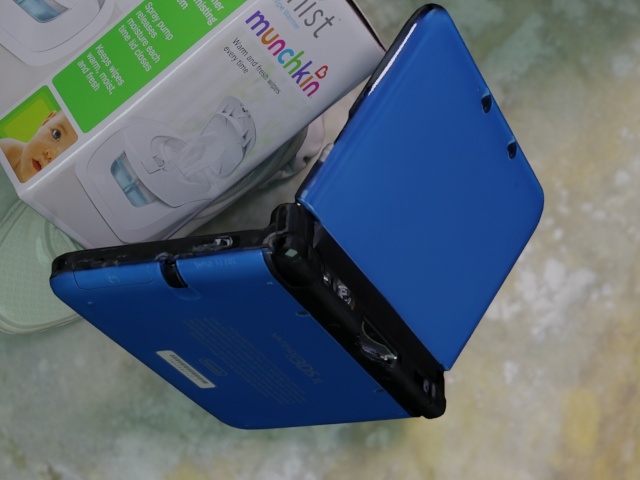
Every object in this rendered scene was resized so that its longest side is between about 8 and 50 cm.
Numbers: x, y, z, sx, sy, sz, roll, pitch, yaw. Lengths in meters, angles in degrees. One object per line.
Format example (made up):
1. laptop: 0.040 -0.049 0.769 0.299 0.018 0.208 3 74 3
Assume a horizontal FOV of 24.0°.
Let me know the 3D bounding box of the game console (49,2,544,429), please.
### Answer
1. game console: 0.000 0.000 1.014 0.250 0.293 0.173 -6 63 20

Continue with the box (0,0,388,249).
1. box: -0.123 -0.153 0.995 0.231 0.127 0.262 -38 54 6

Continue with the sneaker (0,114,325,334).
1. sneaker: -0.131 -0.030 1.074 0.292 0.118 0.110 -35 95 6
